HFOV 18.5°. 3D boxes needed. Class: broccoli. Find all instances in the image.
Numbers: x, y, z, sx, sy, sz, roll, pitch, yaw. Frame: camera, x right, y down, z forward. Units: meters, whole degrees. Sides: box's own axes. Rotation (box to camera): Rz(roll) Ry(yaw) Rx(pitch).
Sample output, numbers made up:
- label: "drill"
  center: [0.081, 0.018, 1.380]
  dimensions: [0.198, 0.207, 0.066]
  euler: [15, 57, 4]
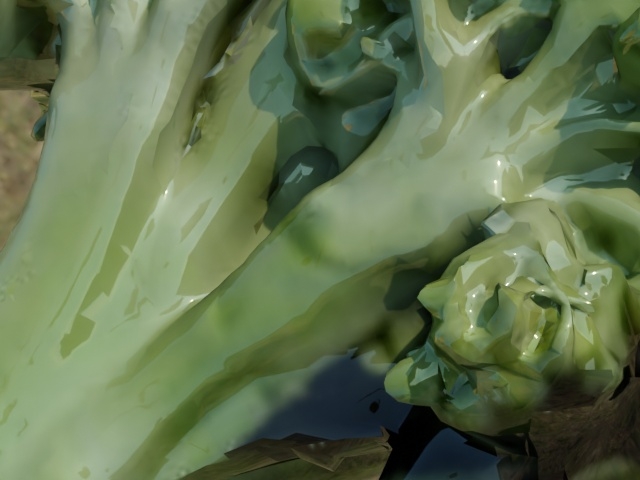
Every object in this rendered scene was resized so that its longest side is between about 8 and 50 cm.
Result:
- label: "broccoli"
  center: [-0.003, -0.005, 0.615]
  dimensions: [0.281, 0.348, 0.293]
  euler: [-47, 30, -10]
